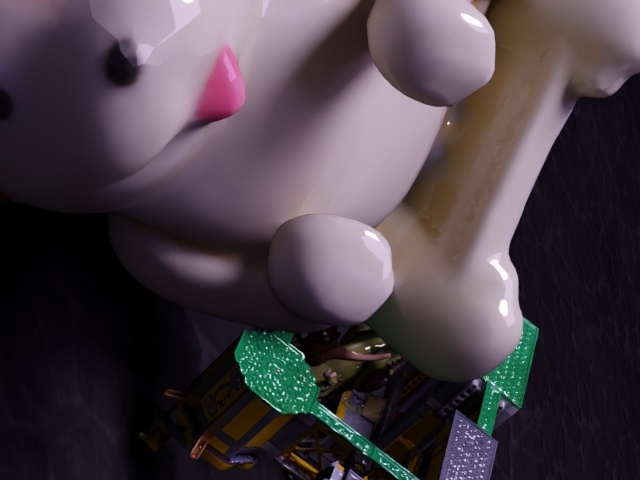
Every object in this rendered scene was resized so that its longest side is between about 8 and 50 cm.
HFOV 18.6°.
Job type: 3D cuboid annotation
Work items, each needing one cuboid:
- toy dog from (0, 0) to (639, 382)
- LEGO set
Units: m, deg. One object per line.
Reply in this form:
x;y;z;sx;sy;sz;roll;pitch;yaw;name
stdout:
-0.059;-0.119;1.057;0.395;0.284;0.408;43;20;29;toy dog
-0.004;0.121;1.306;0.255;0.192;0.331;34;34;-17;LEGO set
